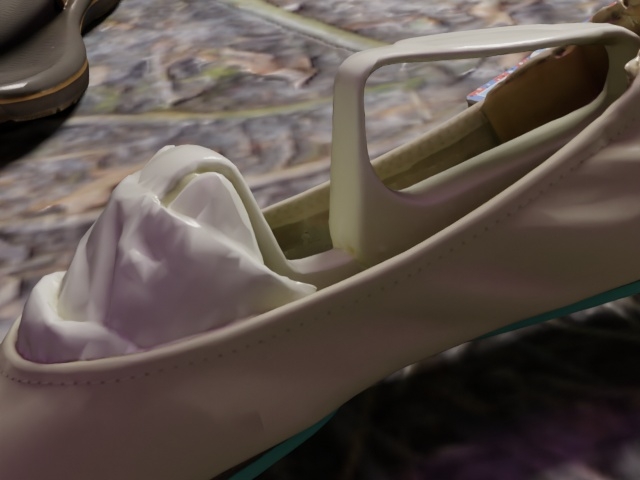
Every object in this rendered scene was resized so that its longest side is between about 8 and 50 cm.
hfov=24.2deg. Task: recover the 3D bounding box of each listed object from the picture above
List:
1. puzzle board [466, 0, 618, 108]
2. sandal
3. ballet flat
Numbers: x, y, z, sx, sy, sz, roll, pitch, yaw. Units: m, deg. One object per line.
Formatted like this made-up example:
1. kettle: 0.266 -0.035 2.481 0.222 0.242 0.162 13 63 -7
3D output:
1. puzzle board: 0.129 -0.068 0.541 0.096 0.011 0.128 17 39 41
2. sandal: -0.133 -0.105 0.640 0.090 0.060 0.219 -3 29 12
3. ballet flat: 0.000 0.000 0.367 0.248 0.086 0.086 -24 31 -14
